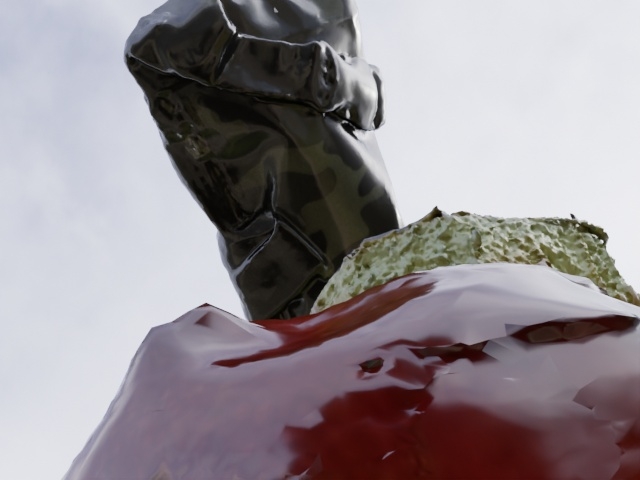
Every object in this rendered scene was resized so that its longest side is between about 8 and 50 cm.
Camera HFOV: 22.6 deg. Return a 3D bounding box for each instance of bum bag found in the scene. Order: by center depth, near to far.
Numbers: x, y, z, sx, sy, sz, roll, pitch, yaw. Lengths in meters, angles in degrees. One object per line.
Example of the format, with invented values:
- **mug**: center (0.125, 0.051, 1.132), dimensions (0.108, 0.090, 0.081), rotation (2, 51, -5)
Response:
- **bum bag**: center (0.000, 0.000, 0.909), dimensions (0.144, 0.095, 0.340), rotation (-34, -67, -31)

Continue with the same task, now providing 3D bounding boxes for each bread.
- **bread**: center (0.065, 0.044, 0.715), dimensions (0.140, 0.069, 0.128), rotation (5, -45, -23)

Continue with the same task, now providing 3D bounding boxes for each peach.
- **peach**: center (0.052, 0.185, 0.502), dimensions (0.290, 0.372, 0.372), rotation (-9, -49, -48)
